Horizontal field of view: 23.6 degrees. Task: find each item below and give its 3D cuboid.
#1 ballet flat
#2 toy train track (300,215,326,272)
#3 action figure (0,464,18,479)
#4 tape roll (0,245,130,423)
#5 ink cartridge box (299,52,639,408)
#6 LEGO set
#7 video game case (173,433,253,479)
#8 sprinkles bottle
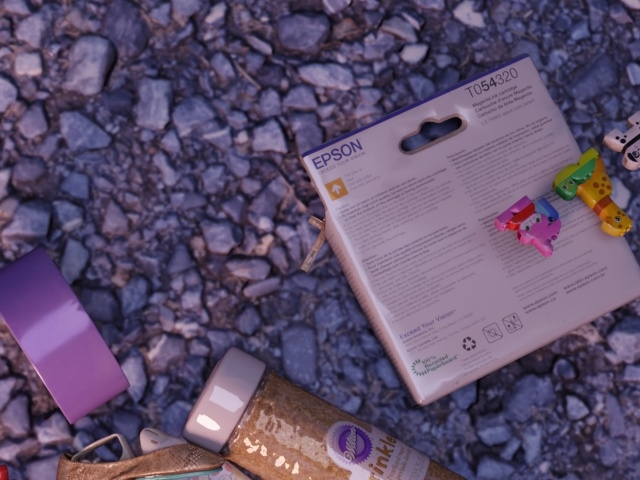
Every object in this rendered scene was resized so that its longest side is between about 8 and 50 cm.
[{"bbox_3d":[-0.209,0.246,1.725,0.206,0.073,0.067,-13,80,13],"label":"ballet flat"},{"bbox_3d":[0.000,0.000,1.847,0.048,0.014,0.083,29,79,-2],"label":"toy train track"},{"bbox_3d":[-0.334,0.399,1.660,0.139,0.091,0.280,-31,64,-8],"label":"action figure"},{"bbox_3d":[-0.294,0.105,1.703,0.080,0.189,0.189,-32,87,-12],"label":"tape roll"},{"bbox_3d":[0.182,-0.014,1.843,0.324,0.071,0.330,-24,83,-14],"label":"ink cartridge box"},{"bbox_3d":[0.314,-0.040,1.792,0.227,0.087,0.093,-37,73,-15],"label":"LEGO set"},{"bbox_3d":[-0.143,0.370,1.765,0.206,0.026,0.227,38,78,-1],"label":"video game case"},{"bbox_3d":[0.021,0.256,1.757,0.355,0.121,0.121,29,79,-3],"label":"sprinkles bottle"}]
